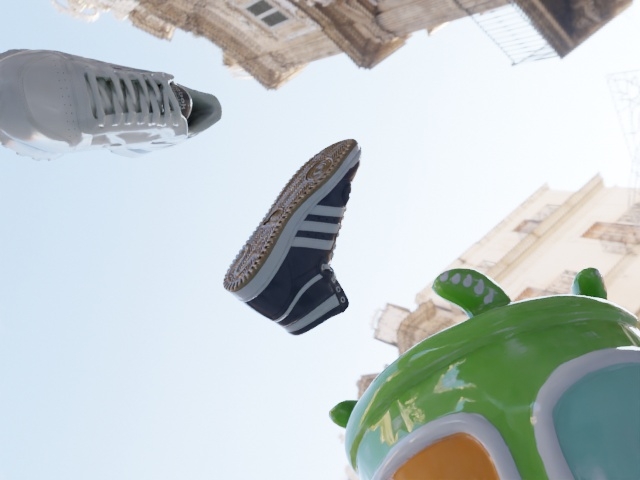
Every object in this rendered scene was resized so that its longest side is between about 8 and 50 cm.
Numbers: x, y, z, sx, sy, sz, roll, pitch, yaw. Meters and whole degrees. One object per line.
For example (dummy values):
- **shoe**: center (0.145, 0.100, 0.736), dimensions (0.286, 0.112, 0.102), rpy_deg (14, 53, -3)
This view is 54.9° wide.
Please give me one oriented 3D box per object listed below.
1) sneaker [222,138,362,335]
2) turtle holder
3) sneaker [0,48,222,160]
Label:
- **sneaker**: center (0.000, 0.000, 0.867), dimensions (0.153, 0.099, 0.282), rpy_deg (45, -111, -26)
- **turtle holder**: center (0.179, 0.180, 0.457), dimensions (0.243, 0.227, 0.320), rpy_deg (-42, -46, 17)
- **sneaker**: center (-0.170, -0.115, 0.511), dimensions (0.235, 0.094, 0.090), rpy_deg (-29, -66, -71)
